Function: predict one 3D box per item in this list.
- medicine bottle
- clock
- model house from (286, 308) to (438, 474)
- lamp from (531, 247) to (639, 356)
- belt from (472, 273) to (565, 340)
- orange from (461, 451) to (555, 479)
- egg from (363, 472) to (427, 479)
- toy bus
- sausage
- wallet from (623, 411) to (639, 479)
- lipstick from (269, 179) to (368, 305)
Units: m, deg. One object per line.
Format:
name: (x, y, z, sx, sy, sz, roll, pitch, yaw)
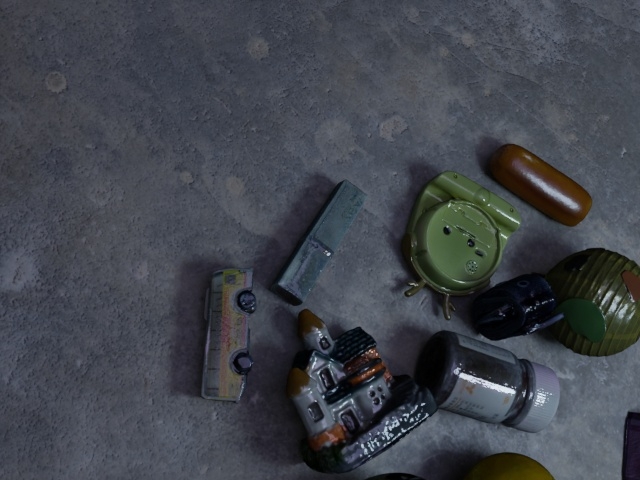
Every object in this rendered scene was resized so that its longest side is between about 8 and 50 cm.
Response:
medicine bottle: (0.355, 0.305, 1.544, 0.273, 0.165, 0.165, 21, 72, -13)
clock: (0.303, 0.017, 1.628, 0.235, 0.096, 0.308, 29, 72, -11)
model house: (0.040, 0.269, 1.436, 0.271, 0.190, 0.301, -27, 86, -20)
lamp: (0.600, 0.130, 1.639, 0.284, 0.250, 0.250, 25, 66, 30)
belt: (0.404, 0.152, 1.566, 0.128, 0.218, 0.122, -21, 82, -17)
orange: (0.388, 0.566, 1.449, 0.235, 0.279, 0.279, -32, 89, 7)
egg: (0.106, 0.613, 1.331, 0.287, 0.287, 0.379, 41, 83, -6)
toy bus: (-0.183, 0.186, 1.438, 0.106, 0.092, 0.268, 5, 77, -7)
sausage: (0.529, -0.134, 1.733, 0.274, 0.105, 0.105, 32, 70, -10)
wallet: (0.763, 0.485, 1.672, 0.030, 0.111, 0.166, 32, 64, -48)
lipstick: (0.000, 0.000, 1.541, 0.076, 0.077, 0.289, 34, 69, -8)
